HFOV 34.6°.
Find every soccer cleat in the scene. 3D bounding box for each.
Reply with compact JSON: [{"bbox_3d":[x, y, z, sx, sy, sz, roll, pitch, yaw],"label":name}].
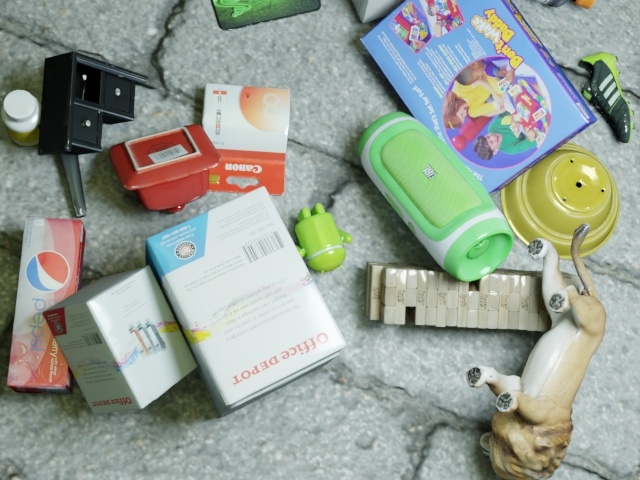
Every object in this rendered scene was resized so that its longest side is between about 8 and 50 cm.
[{"bbox_3d":[0.508,-0.251,1.827,0.072,0.060,0.179,-10,70,-1],"label":"soccer cleat"}]

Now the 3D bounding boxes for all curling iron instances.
[{"bbox_3d":[-0.402,-0.171,1.671,0.068,0.035,0.274,-5,76,-10],"label":"curling iron"}]

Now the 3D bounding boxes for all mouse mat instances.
[{"bbox_3d":[-0.106,-0.454,1.809,0.189,0.007,0.153,-16,78,-12],"label":"mouse mat"}]

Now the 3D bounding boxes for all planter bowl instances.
[{"bbox_3d":[0.425,-0.083,1.748,0.217,0.090,0.217,2,75,-9],"label":"planter bowl"}]

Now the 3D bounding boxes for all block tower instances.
[{"bbox_3d":[0.244,0.091,1.661,0.335,0.091,0.097,2,96,-7],"label":"block tower"}]

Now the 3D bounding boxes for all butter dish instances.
[{"bbox_3d":[-0.242,-0.099,1.642,0.160,0.118,0.160,-17,34,-13],"label":"butter dish"}]

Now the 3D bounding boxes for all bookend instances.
[{"bbox_3d":[-0.360,-0.201,1.632,0.156,0.072,0.157,13,77,-52],"label":"bookend"}]

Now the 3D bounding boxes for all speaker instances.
[{"bbox_3d":[0.179,-0.074,1.635,0.131,0.131,0.296,-26,54,-14],"label":"speaker"}]

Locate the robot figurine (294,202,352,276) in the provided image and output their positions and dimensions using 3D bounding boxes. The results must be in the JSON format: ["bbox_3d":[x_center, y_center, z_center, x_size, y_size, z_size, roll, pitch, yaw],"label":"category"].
[{"bbox_3d":[0.000,0.000,1.671,0.101,0.067,0.115,-17,79,-21],"label":"robot figurine"}]

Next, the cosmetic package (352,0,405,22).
[{"bbox_3d":[0.097,-0.593,1.788,0.196,0.155,0.366,-18,74,-11],"label":"cosmetic package"}]

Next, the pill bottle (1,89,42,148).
[{"bbox_3d":[-0.469,-0.194,1.624,0.065,0.116,0.065,2,75,-8],"label":"pill bottle"}]

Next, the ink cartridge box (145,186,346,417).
[{"bbox_3d":[-0.119,0.100,1.558,0.198,0.197,0.270,-25,80,-15],"label":"ink cartridge box"}]

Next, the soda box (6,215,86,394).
[{"bbox_3d":[-0.417,0.100,1.572,0.092,0.083,0.263,3,74,-8],"label":"soda box"}]

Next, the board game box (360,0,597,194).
[{"bbox_3d":[0.259,-0.269,1.709,0.233,0.078,0.347,-37,81,26],"label":"board game box"}]

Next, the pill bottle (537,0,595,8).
[{"bbox_3d":[0.388,-0.500,1.833,0.245,0.130,0.130,22,73,-3],"label":"pill bottle"}]

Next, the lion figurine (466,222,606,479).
[{"bbox_3d":[0.357,0.185,1.571,0.240,0.142,0.392,33,89,-41],"label":"lion figurine"}]

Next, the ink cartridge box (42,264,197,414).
[{"bbox_3d":[-0.293,0.148,1.510,0.127,0.128,0.176,-34,105,-45],"label":"ink cartridge box"}]

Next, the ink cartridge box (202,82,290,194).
[{"bbox_3d":[-0.126,-0.170,1.710,0.145,0.045,0.179,3,72,-7],"label":"ink cartridge box"}]
